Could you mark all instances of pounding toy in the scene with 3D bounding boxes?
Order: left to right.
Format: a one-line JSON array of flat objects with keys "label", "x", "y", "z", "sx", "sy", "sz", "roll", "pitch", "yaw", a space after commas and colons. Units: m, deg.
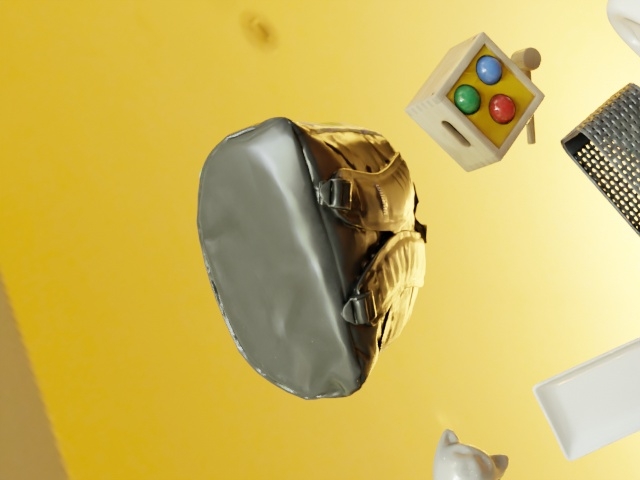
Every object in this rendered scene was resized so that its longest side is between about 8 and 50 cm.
[{"label": "pounding toy", "x": 0.250, "y": -0.196, "z": 1.871, "sx": 0.181, "sy": 0.094, "sz": 0.206, "roll": 43, "pitch": -115, "yaw": -14}]

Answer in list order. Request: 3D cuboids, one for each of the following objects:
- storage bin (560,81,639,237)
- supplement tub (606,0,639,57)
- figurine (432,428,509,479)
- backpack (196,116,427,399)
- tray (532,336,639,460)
[{"label": "storage bin", "x": 0.364, "y": -0.076, "z": 1.540, "sx": 0.180, "sy": 0.084, "sz": 0.122, "roll": 48, "pitch": 176, "yaw": 2}, {"label": "supplement tub", "x": 0.367, "y": -0.239, "z": 1.227, "sx": 0.144, "sy": 0.199, "sz": 0.144, "roll": 39, "pitch": -179, "yaw": -1}, {"label": "figurine", "x": 0.158, "y": 0.292, "z": 1.262, "sx": 0.215, "sy": 0.092, "sz": 0.209, "roll": 30, "pitch": -123, "yaw": 9}, {"label": "backpack", "x": 0.000, "y": 0.000, "z": 1.508, "sx": 0.355, "sy": 0.273, "sz": 0.290, "roll": -26, "pitch": -78, "yaw": -58}, {"label": "tray", "x": 0.440, "y": 0.197, "z": 1.931, "sx": 0.145, "sy": 0.270, "sz": 0.030, "roll": 62, "pitch": -173, "yaw": -24}]
